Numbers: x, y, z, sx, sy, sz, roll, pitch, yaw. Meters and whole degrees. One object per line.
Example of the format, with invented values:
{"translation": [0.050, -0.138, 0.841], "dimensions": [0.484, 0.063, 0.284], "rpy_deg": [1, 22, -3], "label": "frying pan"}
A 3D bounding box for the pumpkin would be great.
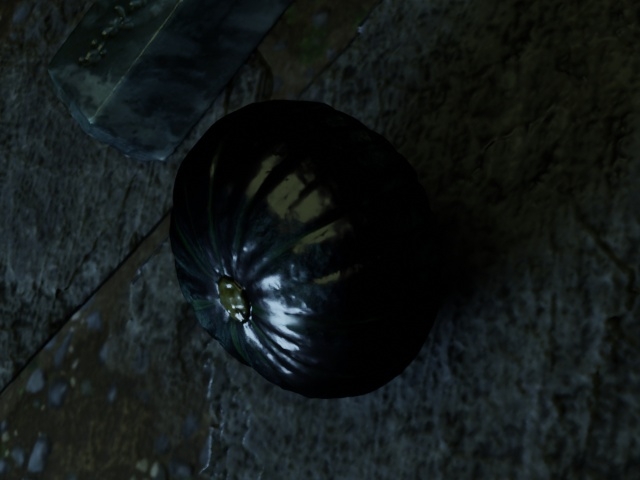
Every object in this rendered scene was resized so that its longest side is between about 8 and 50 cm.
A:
{"translation": [-0.011, 0.005, 0.845], "dimensions": [0.194, 0.194, 0.150], "rpy_deg": [-6, 40, 36], "label": "pumpkin"}

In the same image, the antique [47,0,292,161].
{"translation": [-0.117, -0.153, 1.046], "dimensions": [0.183, 0.086, 0.088], "rpy_deg": [-51, 49, 10], "label": "antique"}
